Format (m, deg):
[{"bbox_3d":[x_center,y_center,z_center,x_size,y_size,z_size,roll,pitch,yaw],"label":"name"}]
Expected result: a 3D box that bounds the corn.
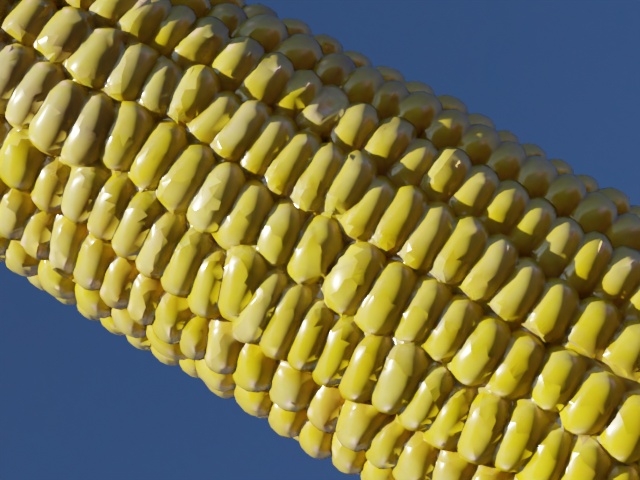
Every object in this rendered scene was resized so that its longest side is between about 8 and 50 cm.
[{"bbox_3d":[0.000,0.000,0.441,0.244,0.093,0.093,32,-84,8],"label":"corn"}]
